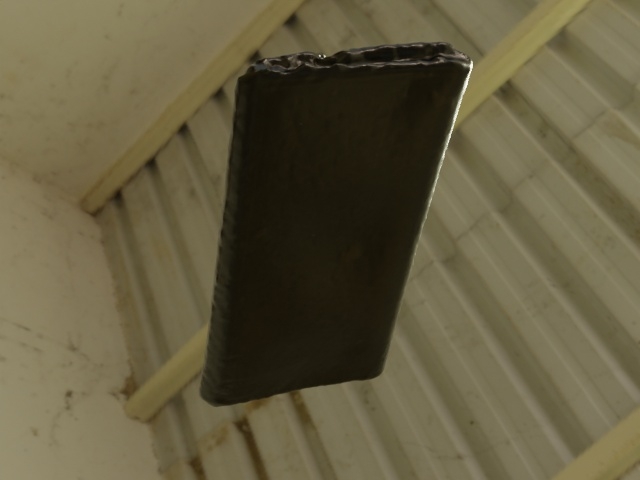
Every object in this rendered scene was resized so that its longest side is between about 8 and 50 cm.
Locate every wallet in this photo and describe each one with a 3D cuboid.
[{"bbox_3d":[0.000,0.000,0.672,0.044,0.170,0.321,-120,-149,-44],"label":"wallet"}]
